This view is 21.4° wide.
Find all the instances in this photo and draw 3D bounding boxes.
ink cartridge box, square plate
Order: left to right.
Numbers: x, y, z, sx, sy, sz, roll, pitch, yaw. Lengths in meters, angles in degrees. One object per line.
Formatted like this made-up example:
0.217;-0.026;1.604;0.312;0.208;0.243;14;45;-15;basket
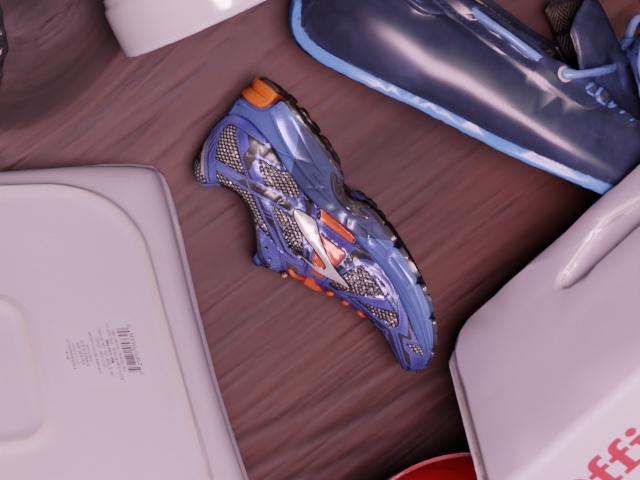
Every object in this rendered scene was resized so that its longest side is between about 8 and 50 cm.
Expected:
-0.209;0.083;0.939;0.344;0.049;0.347;-3;53;-23;square plate
0.321;0.124;1.067;0.395;0.166;0.285;35;112;-23;ink cartridge box

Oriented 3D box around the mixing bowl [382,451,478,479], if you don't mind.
0.082;0.219;1.133;0.182;0.098;0.181;-1;97;-12;mixing bowl

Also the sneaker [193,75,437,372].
0.000;0.000;1.110;0.087;0.083;0.221;-36;97;6;sneaker

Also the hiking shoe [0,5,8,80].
-0.250;-0.158;1.031;0.086;0.114;0.226;-10;124;-42;hiking shoe

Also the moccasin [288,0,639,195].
0.151;-0.108;1.092;0.342;0.138;0.116;23;100;-15;moccasin

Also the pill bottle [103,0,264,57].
-0.116;-0.261;1.005;0.162;0.162;0.278;-26;101;-9;pill bottle
